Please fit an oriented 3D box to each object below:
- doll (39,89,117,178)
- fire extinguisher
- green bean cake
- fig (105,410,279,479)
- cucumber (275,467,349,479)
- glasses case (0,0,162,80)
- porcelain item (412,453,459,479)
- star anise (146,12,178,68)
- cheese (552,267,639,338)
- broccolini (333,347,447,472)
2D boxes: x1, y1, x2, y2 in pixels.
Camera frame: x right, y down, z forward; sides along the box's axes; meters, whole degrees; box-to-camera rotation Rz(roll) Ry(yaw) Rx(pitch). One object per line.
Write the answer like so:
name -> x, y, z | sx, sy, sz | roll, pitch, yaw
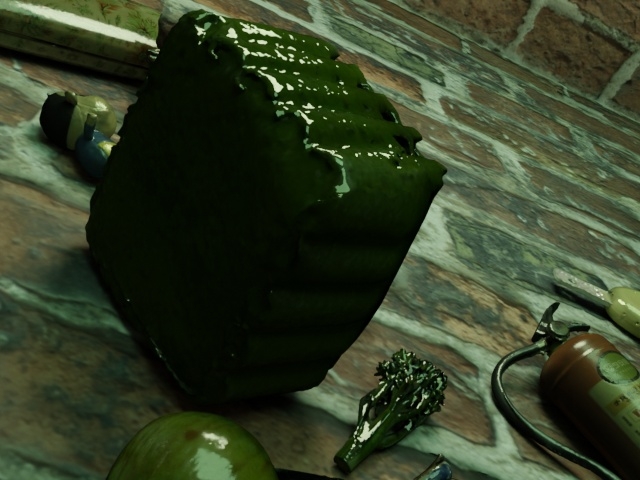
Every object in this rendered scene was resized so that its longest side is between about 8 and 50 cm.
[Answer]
doll -> -0.293, -0.138, 1.080 | 0.179, 0.102, 0.089 | 39, 69, 15
fire extinguisher -> 0.365, 0.226, 1.052 | 0.200, 0.113, 0.376 | 0, 40, -41
green bean cake -> -0.069, -0.035, 0.878 | 0.218, 0.319, 0.335 | 2, 42, -45
fig -> -0.129, 0.240, 0.617 | 0.149, 0.149, 0.245 | 36, 48, 11
cucumber -> -0.033, 0.231, 0.771 | 0.163, 0.043, 0.038 | 13, 74, -22
glasses case -> -0.408, -0.342, 1.282 | 0.426, 0.098, 0.156 | 9, 43, -34
porcelain item -> 0.069, 0.302, 0.670 | 0.288, 0.138, 0.186 | -10, 64, -55
star anise -> -0.135, -0.224, 1.301 | 0.332, 0.118, 0.331 | 34, 34, -27
cheese -> 0.514, 0.109, 1.439 | 0.256, 0.050, 0.127 | 27, 29, -5
broccolini -> 0.083, 0.186, 0.915 | 0.091, 0.068, 0.203 | 51, 31, -1
